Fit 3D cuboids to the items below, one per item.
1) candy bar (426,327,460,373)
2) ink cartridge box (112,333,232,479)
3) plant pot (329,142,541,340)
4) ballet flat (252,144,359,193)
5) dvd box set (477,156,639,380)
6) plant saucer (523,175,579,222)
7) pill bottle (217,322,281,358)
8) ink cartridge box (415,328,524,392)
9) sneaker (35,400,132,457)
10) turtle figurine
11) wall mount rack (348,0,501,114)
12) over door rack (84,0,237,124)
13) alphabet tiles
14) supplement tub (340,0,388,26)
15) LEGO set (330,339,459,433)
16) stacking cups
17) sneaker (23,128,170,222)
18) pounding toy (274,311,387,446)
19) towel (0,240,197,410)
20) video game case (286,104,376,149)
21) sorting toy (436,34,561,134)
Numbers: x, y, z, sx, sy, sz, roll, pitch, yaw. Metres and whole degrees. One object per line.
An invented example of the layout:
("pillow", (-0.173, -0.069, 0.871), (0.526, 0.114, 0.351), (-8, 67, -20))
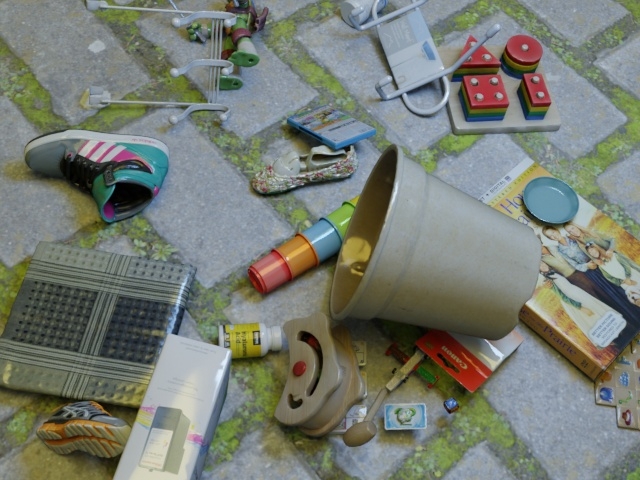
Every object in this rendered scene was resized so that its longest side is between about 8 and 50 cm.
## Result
("candy bar", (0.237, 0.192, 1.671), (0.040, 0.018, 0.162), (-20, 62, -21))
("ink cartridge box", (-0.252, 0.359, 1.401), (0.119, 0.207, 0.354), (16, 58, 1))
("plant pot", (0.214, 0.034, 1.553), (0.305, 0.334, 0.334), (20, 57, -8))
("ballet flat", (-0.032, -0.164, 1.828), (0.240, 0.077, 0.091), (-14, 49, -15))
("dvd box set", (0.492, 0.043, 1.759), (0.307, 0.062, 0.420), (-38, 68, -25))
("plant saucer", (0.479, -0.081, 1.787), (0.119, 0.021, 0.119), (3, 58, -5))
("pill bottle", (-0.133, 0.187, 1.606), (0.116, 0.065, 0.065), (-4, 59, -9))
("ink cartridge box", (0.286, 0.190, 1.632), (0.145, 0.045, 0.179), (41, 41, 18))
("sneaker", (-0.391, 0.310, 1.447), (0.214, 0.084, 0.083), (-6, 34, 36))
("turtle figurine", (-0.240, -0.497, 1.947), (0.197, 0.274, 0.266), (-22, 62, 21))
("wall mount rack", (0.240, -0.481, 1.958), (0.304, 0.130, 0.350), (-23, 70, 13))
("over door rack", (-0.349, -0.379, 1.827), (0.324, 0.240, 0.108), (7, 33, -3))
("alphabet tiles", (0.633, 0.261, 1.678), (0.198, 0.009, 0.237), (9, 58, -1))
("supplement tub", (0.108, -0.581, 2.106), (0.107, 0.071, 0.071), (-39, 69, -26))
("LEGO set", (0.133, 0.276, 1.602), (0.244, 0.060, 0.183), (-3, 58, 6))
("stacking cups", (0.000, 0.000, 1.717), (0.316, 0.096, 0.096), (-31, 66, -23))
("sneaker", (-0.457, -0.122, 1.735), (0.295, 0.124, 0.179), (0, 49, -8))
("pounding toy", (0.015, 0.274, 1.551), (0.154, 0.154, 0.270), (-36, 43, 22))
("towel", (-0.424, 0.156, 1.596), (0.324, 0.056, 0.312), (10, 59, 4))
("video game case", (0.023, -0.250, 1.875), (0.119, 0.015, 0.166), (-25, 41, -33))
("sorting toy", (0.419, -0.379, 2.004), (0.257, 0.089, 0.256), (-4, 59, -8))
